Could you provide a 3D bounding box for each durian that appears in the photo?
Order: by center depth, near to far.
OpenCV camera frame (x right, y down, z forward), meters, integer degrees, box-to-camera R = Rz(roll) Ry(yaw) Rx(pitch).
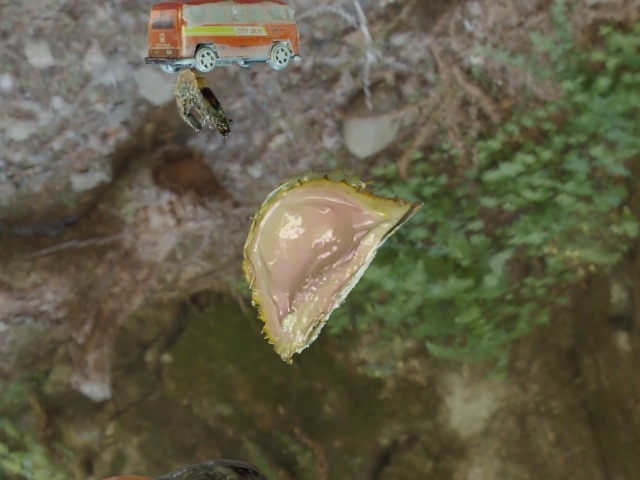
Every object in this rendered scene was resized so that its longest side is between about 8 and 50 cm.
[{"bbox_3d":[-0.014,0.003,1.838,0.305,0.196,0.185,-52,177,11],"label":"durian"}]

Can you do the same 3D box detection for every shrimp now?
[{"bbox_3d":[-0.201,-0.224,2.085,0.034,0.161,0.091,-12,147,-43],"label":"shrimp"}]

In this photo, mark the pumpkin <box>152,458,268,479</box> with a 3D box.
[{"bbox_3d":[-0.126,0.426,1.598,0.139,0.280,0.190,-14,167,-35],"label":"pumpkin"}]

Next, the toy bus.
[{"bbox_3d":[-0.153,-0.336,1.991,0.265,0.119,0.121,-9,-168,-39],"label":"toy bus"}]

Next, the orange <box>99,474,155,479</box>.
[{"bbox_3d":[-0.327,0.520,2.070,0.246,0.246,0.246,-19,158,-8],"label":"orange"}]
